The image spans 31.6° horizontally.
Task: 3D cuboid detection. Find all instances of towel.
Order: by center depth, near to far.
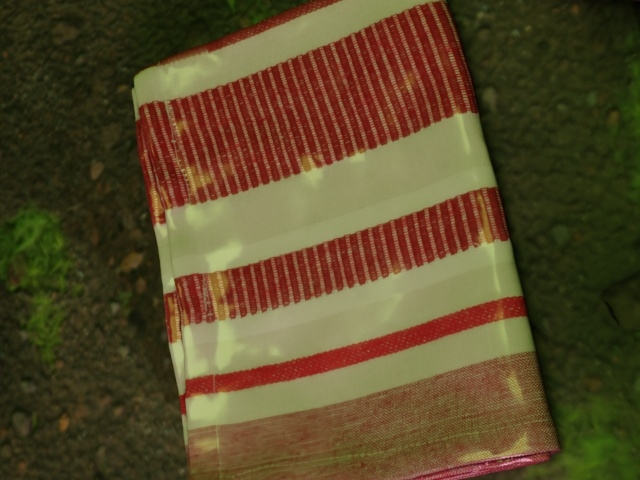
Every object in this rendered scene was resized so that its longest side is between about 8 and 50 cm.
[{"bbox_3d":[0.000,0.000,0.719,0.237,0.037,0.329,-17,72,20],"label":"towel"}]
